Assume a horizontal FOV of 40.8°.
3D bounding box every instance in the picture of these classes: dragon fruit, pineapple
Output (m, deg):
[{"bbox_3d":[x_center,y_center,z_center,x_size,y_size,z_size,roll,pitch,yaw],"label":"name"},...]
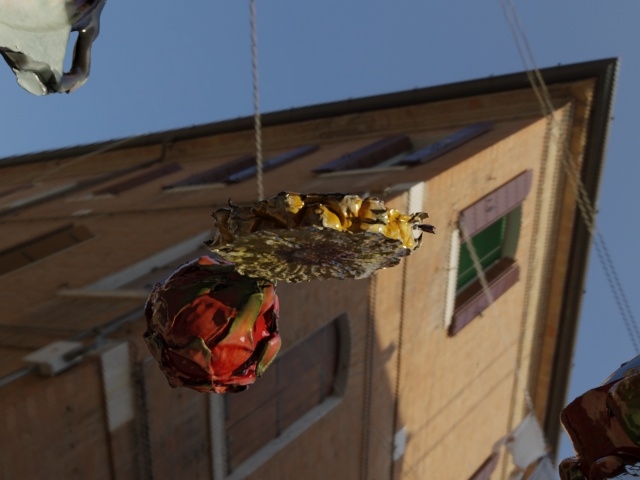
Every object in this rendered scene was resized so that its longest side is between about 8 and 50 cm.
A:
[{"bbox_3d":[0.346,0.170,0.760,0.268,0.130,0.295,18,-26,-16],"label":"dragon fruit"},{"bbox_3d":[0.000,0.000,0.802,0.221,0.221,0.047,-13,-109,43],"label":"pineapple"},{"bbox_3d":[-0.153,0.110,1.350,0.234,0.234,0.293,48,-63,12],"label":"dragon fruit"}]

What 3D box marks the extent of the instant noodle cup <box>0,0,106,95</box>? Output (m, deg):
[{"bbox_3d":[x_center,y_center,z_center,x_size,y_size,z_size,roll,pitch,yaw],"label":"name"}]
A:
[{"bbox_3d":[-0.176,-0.154,0.333,0.125,0.177,0.208,-5,-85,18],"label":"instant noodle cup"}]
